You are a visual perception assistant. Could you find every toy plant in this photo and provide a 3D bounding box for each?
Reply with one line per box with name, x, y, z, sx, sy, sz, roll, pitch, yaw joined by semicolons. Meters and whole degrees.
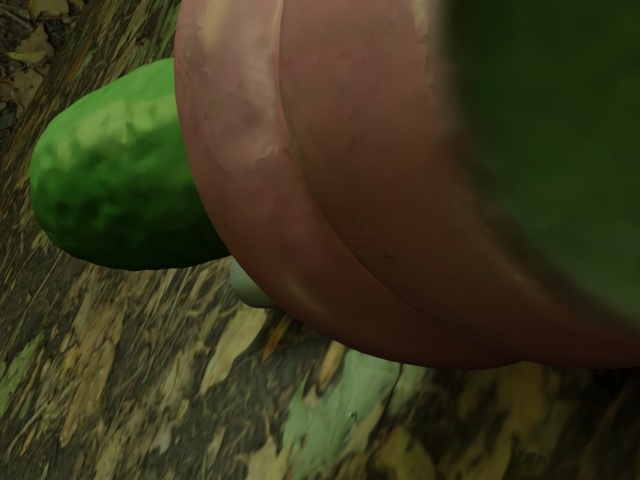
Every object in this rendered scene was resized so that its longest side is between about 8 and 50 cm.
toy plant;0.064;-0.069;0.547;0.317;0.210;0.356;-33;6;-17

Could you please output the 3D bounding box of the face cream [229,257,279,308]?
face cream;0.000;0.000;0.821;0.182;0.051;0.072;-30;36;60
